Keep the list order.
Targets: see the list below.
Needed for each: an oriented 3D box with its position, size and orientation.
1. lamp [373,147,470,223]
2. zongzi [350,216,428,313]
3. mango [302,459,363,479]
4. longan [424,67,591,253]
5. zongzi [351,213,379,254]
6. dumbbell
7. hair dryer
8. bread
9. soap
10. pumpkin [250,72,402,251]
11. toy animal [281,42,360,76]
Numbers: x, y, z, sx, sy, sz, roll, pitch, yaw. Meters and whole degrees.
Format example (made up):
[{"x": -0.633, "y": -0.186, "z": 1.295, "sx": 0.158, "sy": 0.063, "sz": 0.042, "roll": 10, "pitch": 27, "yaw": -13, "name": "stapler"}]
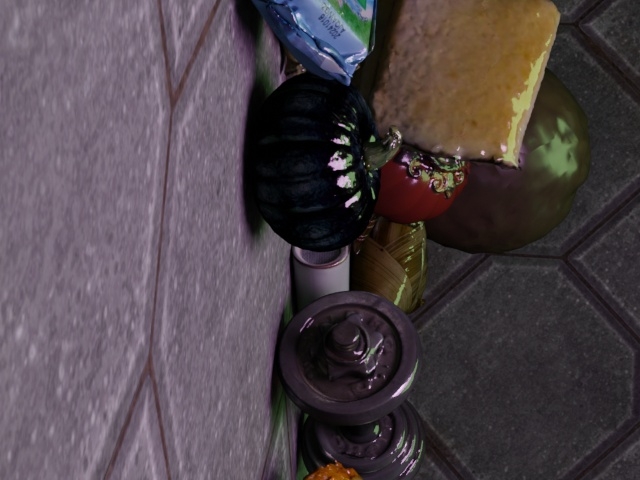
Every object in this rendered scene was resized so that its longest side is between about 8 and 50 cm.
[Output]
[{"x": 0.143, "y": -0.140, "z": 2.118, "sx": 0.227, "sy": 0.227, "sz": 0.227, "roll": 3, "pitch": 90, "yaw": -82, "name": "lamp"}, {"x": 0.105, "y": 0.021, "z": 2.280, "sx": 0.288, "sy": 0.134, "sz": 0.286, "roll": -37, "pitch": 124, "yaw": -70, "name": "zongzi"}, {"x": 0.012, "y": 0.372, "z": 1.507, "sx": 0.199, "sy": 0.201, "sz": 0.350, "roll": 66, "pitch": 19, "yaw": -3, "name": "mango"}, {"x": 0.292, "y": -0.179, "z": 2.521, "sx": 0.404, "sy": 0.436, "sz": 0.404, "roll": -40, "pitch": 150, "yaw": -29, "name": "longan"}, {"x": 0.064, "y": -0.016, "z": 2.194, "sx": 0.083, "sy": 0.067, "sz": 0.073, "roll": 117, "pitch": -26, "yaw": -65, "name": "zongzi"}, {"x": 0.047, "y": 0.209, "z": 1.697, "sx": 0.406, "sy": 0.179, "sz": 0.179, "roll": 79, "pitch": 16, "yaw": -59, "name": "dumbbell"}, {"x": 0.000, "y": 0.000, "z": 1.755, "sx": 0.236, "sy": 0.073, "sz": 0.131, "roll": -92, "pitch": 180, "yaw": -47, "name": "hair dryer"}, {"x": 0.157, "y": -0.249, "z": 1.638, "sx": 0.395, "sy": 0.239, "sz": 0.264, "roll": -129, "pitch": -126, "yaw": -74, "name": "bread"}, {"x": -0.003, "y": -0.304, "z": 1.338, "sx": 0.156, "sy": 0.077, "sz": 0.293, "roll": 41, "pitch": 47, "yaw": -50, "name": "soap"}, {"x": -0.002, "y": -0.082, "z": 1.389, "sx": 0.194, "sy": 0.150, "sz": 0.194, "roll": -60, "pitch": 167, "yaw": -23, "name": "pumpkin"}, {"x": -0.008, "y": -0.254, "z": 1.496, "sx": 0.219, "sy": 0.103, "sz": 0.101, "roll": -72, "pitch": 145, "yaw": -56, "name": "toy animal"}]
